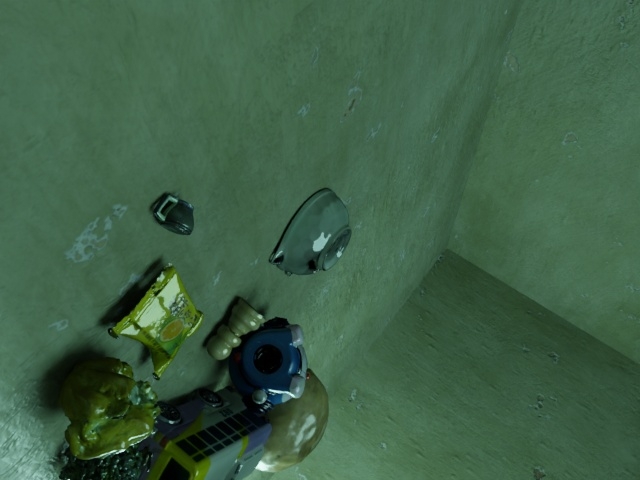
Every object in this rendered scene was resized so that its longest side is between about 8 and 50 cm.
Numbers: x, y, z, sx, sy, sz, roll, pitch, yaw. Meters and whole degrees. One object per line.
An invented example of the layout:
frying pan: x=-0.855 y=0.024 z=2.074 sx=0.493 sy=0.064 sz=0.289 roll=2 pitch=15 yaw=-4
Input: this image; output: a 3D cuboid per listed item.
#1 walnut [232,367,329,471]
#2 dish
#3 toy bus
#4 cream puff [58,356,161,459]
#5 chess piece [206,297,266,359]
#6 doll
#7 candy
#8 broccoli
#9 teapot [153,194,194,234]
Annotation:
walnut: x=-0.142 y=0.564 z=2.048 sx=0.381 sy=0.381 sz=0.381 roll=-48 pitch=159 yaw=-25
dish: x=0.000 y=0.000 z=1.816 sx=0.303 sy=0.120 sz=0.303 roll=-49 pitch=159 yaw=-26
toy bus: x=-0.325 y=0.567 z=1.718 sx=0.209 sy=0.249 sz=0.440 roll=-60 pitch=161 yaw=10
cream puff: x=-0.414 y=0.312 z=1.203 sx=0.194 sy=0.195 sz=0.221 roll=-52 pitch=-173 yaw=-14
chess piece: x=-0.233 y=0.243 z=1.683 sx=0.170 sy=0.094 sz=0.094 roll=-48 pitch=160 yaw=-10
doll: x=-0.145 y=0.352 z=1.804 sx=0.310 sy=0.240 sz=0.284 roll=97 pitch=6 yaw=-75
candy: x=-0.333 y=0.182 z=1.344 sx=0.187 sy=0.081 sz=0.297 roll=-52 pitch=161 yaw=-19
broccoli: x=-0.503 y=0.506 z=1.430 sx=0.275 sy=0.177 sz=0.198 roll=-36 pitch=-140 yaw=50
teapot: x=-0.271 y=-0.050 z=1.176 sx=0.088 sy=0.066 sz=0.057 roll=38 pitch=64 yaw=-49
